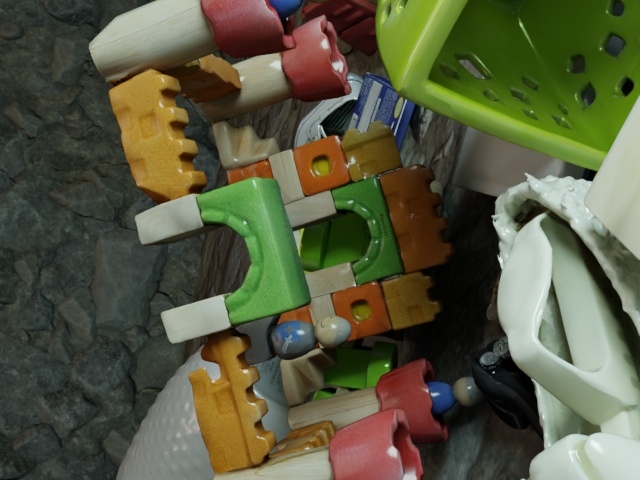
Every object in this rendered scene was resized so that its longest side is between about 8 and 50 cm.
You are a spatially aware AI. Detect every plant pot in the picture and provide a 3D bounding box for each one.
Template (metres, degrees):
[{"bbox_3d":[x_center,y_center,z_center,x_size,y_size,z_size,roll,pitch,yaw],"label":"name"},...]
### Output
[{"bbox_3d":[0.169,-0.214,0.578,0.227,0.228,0.207,-59,30,28],"label":"plant pot"}]

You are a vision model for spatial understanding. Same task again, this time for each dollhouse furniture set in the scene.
[{"bbox_3d":[0.143,-0.441,1.140,0.374,0.152,0.201,-10,65,54],"label":"dollhouse furniture set"}]

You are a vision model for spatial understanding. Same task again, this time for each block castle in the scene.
[{"bbox_3d":[0.000,0.000,0.700,0.303,0.213,0.453,-3,-103,-76],"label":"block castle"}]

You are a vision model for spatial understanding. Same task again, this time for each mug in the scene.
[{"bbox_3d":[-0.089,0.260,1.125,0.328,0.276,0.374,-59,-8,32],"label":"mug"}]

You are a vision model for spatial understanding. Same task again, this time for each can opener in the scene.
[{"bbox_3d":[0.184,0.133,0.644,0.059,0.073,0.186,-38,20,-6],"label":"can opener"}]

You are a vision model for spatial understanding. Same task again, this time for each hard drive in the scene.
[{"bbox_3d":[0.229,-0.193,0.761,0.210,0.040,0.318,-144,69,-72],"label":"hard drive"}]

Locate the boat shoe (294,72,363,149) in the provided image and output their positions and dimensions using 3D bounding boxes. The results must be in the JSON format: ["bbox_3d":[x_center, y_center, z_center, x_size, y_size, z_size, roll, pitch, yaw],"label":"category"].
[{"bbox_3d":[0.011,-0.207,1.424,0.226,0.083,0.075,121,158,-44],"label":"boat shoe"}]

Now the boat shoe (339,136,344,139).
[{"bbox_3d":[0.026,-0.122,1.332,0.183,0.066,0.066,-94,24,-47],"label":"boat shoe"}]

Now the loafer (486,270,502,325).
[{"bbox_3d":[0.185,0.031,0.726,0.045,0.039,0.125,-95,25,-46],"label":"loafer"}]

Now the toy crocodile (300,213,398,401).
[{"bbox_3d":[0.038,0.075,0.902,0.105,0.115,0.340,8,-93,-76],"label":"toy crocodile"}]

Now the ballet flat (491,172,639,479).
[{"bbox_3d":[0.177,0.116,0.495,0.147,0.147,0.408,120,157,-44],"label":"ballet flat"}]

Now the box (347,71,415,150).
[{"bbox_3d":[0.093,-0.178,1.208,0.225,0.037,0.136,-119,45,-67],"label":"box"}]

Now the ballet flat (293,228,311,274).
[{"bbox_3d":[-0.046,-0.016,1.467,0.077,0.077,0.231,121,156,-44],"label":"ballet flat"}]

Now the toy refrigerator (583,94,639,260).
[{"bbox_3d":[0.272,-0.106,0.438,0.094,0.102,0.269,-106,34,-60],"label":"toy refrigerator"}]

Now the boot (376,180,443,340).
[{"bbox_3d":[0.069,0.012,1.030,0.248,0.090,0.206,20,95,68],"label":"boot"}]
